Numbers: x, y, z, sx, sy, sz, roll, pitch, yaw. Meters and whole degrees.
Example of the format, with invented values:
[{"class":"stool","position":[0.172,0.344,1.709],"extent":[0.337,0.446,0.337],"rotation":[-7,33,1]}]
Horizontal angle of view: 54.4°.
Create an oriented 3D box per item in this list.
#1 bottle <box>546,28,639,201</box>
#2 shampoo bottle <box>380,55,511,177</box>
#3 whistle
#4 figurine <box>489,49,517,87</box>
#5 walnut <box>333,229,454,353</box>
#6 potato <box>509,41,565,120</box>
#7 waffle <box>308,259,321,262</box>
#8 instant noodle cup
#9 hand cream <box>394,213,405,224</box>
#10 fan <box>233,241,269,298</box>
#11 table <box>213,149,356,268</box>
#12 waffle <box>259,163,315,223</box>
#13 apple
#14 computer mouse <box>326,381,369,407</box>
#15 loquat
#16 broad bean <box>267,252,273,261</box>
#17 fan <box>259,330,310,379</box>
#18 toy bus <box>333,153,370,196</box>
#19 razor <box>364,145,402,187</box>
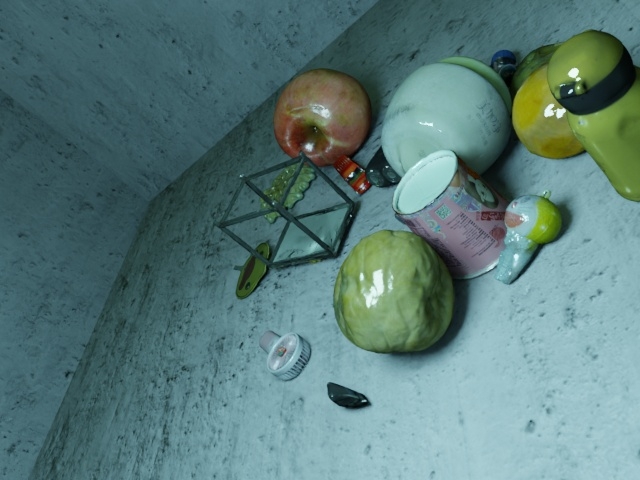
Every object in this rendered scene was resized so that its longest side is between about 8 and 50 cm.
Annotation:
[{"class":"bottle","position":[0.561,-0.242,1.170],"extent":[0.171,0.351,0.171],"rotation":[-35,30,24]},{"class":"shampoo bottle","position":[0.325,-0.298,1.629],"extent":[0.322,0.322,0.317],"rotation":[-6,38,54]},{"class":"whistle","position":[0.434,-0.012,1.343],"extent":[0.223,0.123,0.123],"rotation":[-63,26,6]},{"class":"figurine","position":[0.550,-0.510,1.856],"extent":[0.086,0.087,0.149],"rotation":[-5,37,2]},{"class":"walnut","position":[0.163,0.119,1.392],"extent":[0.253,0.282,0.277],"rotation":[-6,68,41]},{"class":"potato","position":[0.630,-0.425,1.583],"extent":[0.269,0.112,0.255],"rotation":[-58,28,-12]},{"class":"waffle","position":[0.004,-0.003,2.064],"extent":[0.191,0.038,0.191],"rotation":[-37,29,25]},{"class":"instant noodle cup","position":[0.310,-0.067,1.464],"extent":[0.243,0.231,0.243],"rotation":[-38,28,24]},{"class":"hand cream","position":[0.311,-0.159,1.786],"extent":[0.271,0.058,0.091],"rotation":[-49,31,-9]},{"class":"fan","position":[-0.271,0.110,2.329],"extent":[0.335,0.011,0.229],"rotation":[-1,64,64]},{"class":"table","position":[-0.118,-0.088,2.009],"extent":[0.335,0.272,0.222],"rotation":[-13,44,47]},{"class":"waffle","position":[-0.138,-0.215,2.542],"extent":[0.292,0.056,0.309],"rotation":[-44,26,13]},{"class":"apple","position":[0.012,-0.464,2.318],"extent":[0.364,0.364,0.364],"rotation":[-37,29,24]},{"class":"computer mouse","position":[0.059,0.367,1.454],"extent":[0.135,0.079,0.047],"rotation":[-1,68,60]},{"class":"loquat","position":[0.558,-0.305,1.437],"extent":[0.238,0.193,0.238],"rotation":[-167,90,-70]},{"class":"broad bean","position":[-0.151,0.063,2.210],"extent":[0.060,0.043,0.297],"rotation":[-50,23,-24]},{"class":"fan","position":[-0.116,0.316,1.789],"extent":[0.130,0.074,0.244],"rotation":[-55,26,-10]},{"class":"toy bus","position":[0.114,-0.228,2.133],"extent":[0.081,0.089,0.195],"rotation":[-46,27,7]},{"class":"razor","position":[0.271,-0.313,1.983],"extent":[0.189,0.107,0.327],"rotation":[-7,48,55]}]
